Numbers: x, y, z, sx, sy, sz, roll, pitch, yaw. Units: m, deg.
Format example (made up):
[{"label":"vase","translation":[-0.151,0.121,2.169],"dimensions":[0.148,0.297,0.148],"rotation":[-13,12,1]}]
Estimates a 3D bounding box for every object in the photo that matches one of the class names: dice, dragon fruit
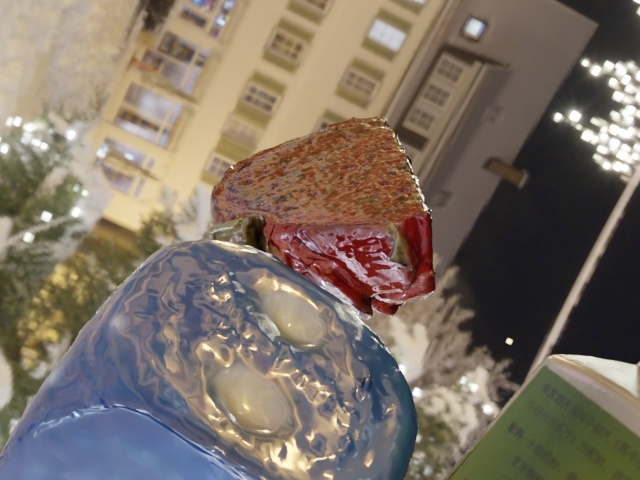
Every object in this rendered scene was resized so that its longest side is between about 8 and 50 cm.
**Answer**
[{"label":"dice","translation":[-0.051,0.093,0.443],"dimensions":[0.146,0.143,0.146],"rotation":[-54,180,31]},{"label":"dragon fruit","translation":[0.000,0.000,1.027],"dimensions":[0.317,0.205,0.152],"rotation":[-96,177,-66]}]

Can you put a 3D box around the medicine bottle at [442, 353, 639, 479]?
[{"label":"medicine bottle","translation":[0.106,0.105,0.346],"dimensions":[0.188,0.132,0.088],"rotation":[-50,-139,0]}]
